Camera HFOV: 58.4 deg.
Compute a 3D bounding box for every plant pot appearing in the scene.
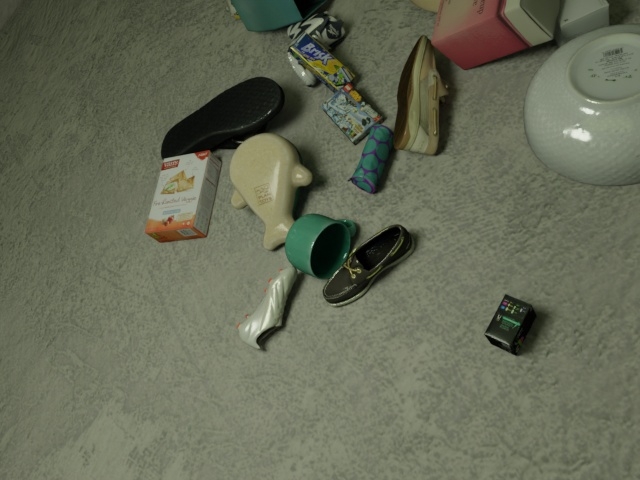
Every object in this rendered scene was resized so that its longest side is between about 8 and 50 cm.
[{"bbox_3d":[-0.129,-0.699,1.624,0.234,0.166,0.166,-4,37,43],"label":"plant pot"}]

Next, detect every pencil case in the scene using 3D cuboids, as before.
[{"bbox_3d":[0.119,-0.186,1.301,0.070,0.064,0.152,-20,45,65],"label":"pencil case"}]

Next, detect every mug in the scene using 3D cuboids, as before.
[{"bbox_3d":[-0.005,0.008,1.237,0.097,0.157,0.130,22,100,37],"label":"mug"}]

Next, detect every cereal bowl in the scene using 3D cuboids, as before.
[{"bbox_3d":[0.552,-0.278,1.076,0.338,0.141,0.339,-13,60,23],"label":"cereal bowl"}]

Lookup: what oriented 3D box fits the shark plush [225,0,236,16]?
[{"bbox_3d":[-0.255,-0.742,1.805,0.067,0.073,0.161,-16,47,-16],"label":"shark plush"}]

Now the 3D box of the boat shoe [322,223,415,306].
[{"bbox_3d":[0.089,0.048,1.189,0.227,0.069,0.081,-39,53,4],"label":"boat shoe"}]

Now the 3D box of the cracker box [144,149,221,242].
[{"bbox_3d":[-0.361,-0.117,1.516,0.155,0.067,0.233,-6,61,24],"label":"cracker box"}]

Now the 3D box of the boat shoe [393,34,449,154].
[{"bbox_3d":[0.236,-0.330,1.305,0.098,0.109,0.303,14,66,-9],"label":"boat shoe"}]

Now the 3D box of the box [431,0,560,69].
[{"bbox_3d":[0.375,-0.488,1.231,0.232,0.126,0.149,-5,66,53],"label":"box"}]

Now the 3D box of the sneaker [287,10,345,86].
[{"bbox_3d":[-0.002,-0.526,1.527,0.153,0.094,0.235,-26,45,24],"label":"sneaker"}]

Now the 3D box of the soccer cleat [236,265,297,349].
[{"bbox_3d":[-0.101,0.146,1.246,0.076,0.068,0.196,34,84,21],"label":"soccer cleat"}]

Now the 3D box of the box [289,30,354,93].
[{"bbox_3d":[0.004,-0.444,1.447,0.169,0.054,0.059,41,87,-5],"label":"box"}]

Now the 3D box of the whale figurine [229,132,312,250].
[{"bbox_3d":[-0.107,-0.116,1.363,0.216,0.141,0.272,-19,82,18],"label":"whale figurine"}]

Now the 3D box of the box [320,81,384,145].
[{"bbox_3d":[0.077,-0.310,1.395,0.094,0.027,0.137,-40,67,4],"label":"box"}]

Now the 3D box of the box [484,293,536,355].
[{"bbox_3d":[0.335,0.148,1.009,0.052,0.062,0.083,23,77,36],"label":"box"}]

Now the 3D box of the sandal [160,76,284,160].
[{"bbox_3d":[-0.254,-0.312,1.557,0.445,0.107,0.168,-15,59,35],"label":"sandal"}]

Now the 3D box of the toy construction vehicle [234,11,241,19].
[{"bbox_3d":[-0.223,-0.693,1.741,0.035,0.086,0.098,-1,65,34],"label":"toy construction vehicle"}]

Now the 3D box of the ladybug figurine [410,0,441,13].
[{"bbox_3d":[0.389,-0.695,1.369,0.448,0.162,0.305,0,65,28],"label":"ladybug figurine"}]

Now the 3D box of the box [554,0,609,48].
[{"bbox_3d":[0.544,-0.476,1.216,0.101,0.087,0.101,-21,56,17],"label":"box"}]
